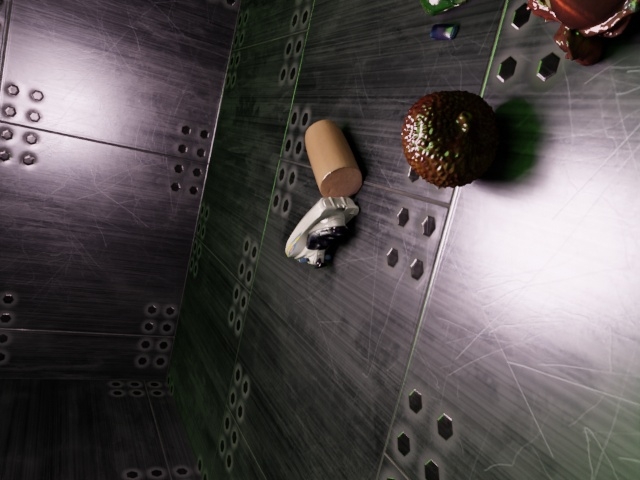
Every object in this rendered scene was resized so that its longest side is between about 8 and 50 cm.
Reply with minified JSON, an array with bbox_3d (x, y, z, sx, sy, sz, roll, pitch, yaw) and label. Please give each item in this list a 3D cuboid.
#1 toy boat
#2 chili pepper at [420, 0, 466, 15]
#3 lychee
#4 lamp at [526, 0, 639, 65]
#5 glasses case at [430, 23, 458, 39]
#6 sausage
[{"bbox_3d":[0.000,-0.008,1.468,0.269,0.140,0.141,-60,34,38],"label":"toy boat"},{"bbox_3d":[0.282,-0.577,1.104,0.264,0.116,0.148,12,96,63],"label":"chili pepper"},{"bbox_3d":[0.243,-0.191,0.999,0.194,0.194,0.195,-27,59,57],"label":"lychee"},{"bbox_3d":[0.401,-0.390,0.790,0.223,0.151,0.215,-48,38,49],"label":"lamp"},{"bbox_3d":[0.274,-0.470,1.188,0.083,0.023,0.034,42,116,59],"label":"glasses case"},{"bbox_3d":[0.028,-0.235,1.480,0.123,0.123,0.253,-59,35,36],"label":"sausage"}]
